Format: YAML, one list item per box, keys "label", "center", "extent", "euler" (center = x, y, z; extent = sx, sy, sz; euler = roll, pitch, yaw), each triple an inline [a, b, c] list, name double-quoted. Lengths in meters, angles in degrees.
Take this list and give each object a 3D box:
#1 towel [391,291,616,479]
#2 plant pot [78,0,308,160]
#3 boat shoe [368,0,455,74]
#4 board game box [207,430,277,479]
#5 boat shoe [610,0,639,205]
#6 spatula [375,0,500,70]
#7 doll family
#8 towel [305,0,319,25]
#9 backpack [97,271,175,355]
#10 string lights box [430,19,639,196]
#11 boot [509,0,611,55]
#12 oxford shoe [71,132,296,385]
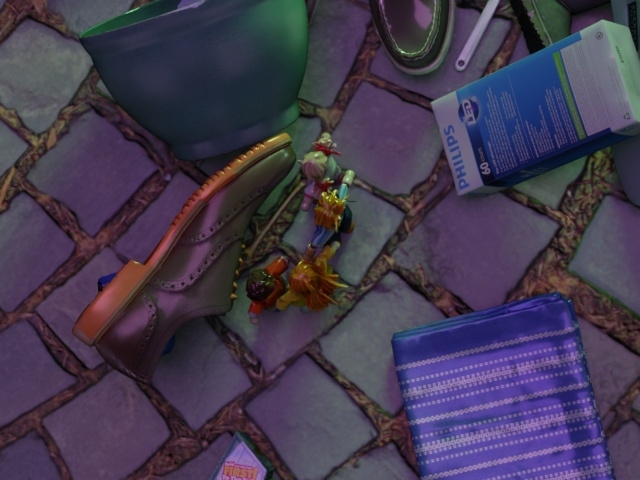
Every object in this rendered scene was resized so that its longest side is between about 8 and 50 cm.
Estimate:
- label: "towel"
  center: [0.238, 0.251, 1.596]
  extent: [0.243, 0.040, 0.336]
  euler: [-14, 80, 6]
- label: "plant pot"
  center: [-0.138, -0.221, 1.620]
  extent: [0.293, 0.293, 0.196]
  euler: [-18, 106, 5]
- label: "boat shoe"
  center: [0.112, -0.383, 1.673]
  extent: [0.117, 0.097, 0.324]
  euler: [-5, 77, 14]
- label: "board game box"
  center: [-0.085, 0.352, 1.613]
  extent: [0.194, 0.060, 0.194]
  euler: [16, 84, 10]
- label: "boat shoe"
  center: [0.457, -0.227, 1.599]
  extent: [0.156, 0.136, 0.367]
  euler: [-3, 90, -17]
- label: "spatula"
  center: [0.191, -0.359, 1.709]
  extent: [0.168, 0.019, 0.242]
  euler: [27, 85, 10]
- label: "doll family"
  center: [0.000, 0.000, 1.604]
  extent: [0.118, 0.163, 0.263]
  euler: [22, 85, 11]
- label: "towel"
  center: [-0.049, -0.400, 1.688]
  extent: [0.029, 0.144, 0.197]
  euler: [-29, 78, -18]
- label: "backpack"
  center: [-0.232, 0.099, 1.654]
  extent: [0.101, 0.098, 0.120]
  euler: [-19, 78, 1]
- label: "string lights box"
  center: [0.275, -0.158, 1.574]
  extent: [0.260, 0.077, 0.133]
  euler: [-23, 77, 37]
- label: "boot"
  center: [0.366, -0.317, 1.659]
  extent: [0.208, 0.076, 0.189]
  euler: [-20, 90, -6]
- label: "oxford shoe"
  center: [-0.141, 0.020, 1.578]
  extent: [0.133, 0.130, 0.363]
  euler: [42, 84, -1]
